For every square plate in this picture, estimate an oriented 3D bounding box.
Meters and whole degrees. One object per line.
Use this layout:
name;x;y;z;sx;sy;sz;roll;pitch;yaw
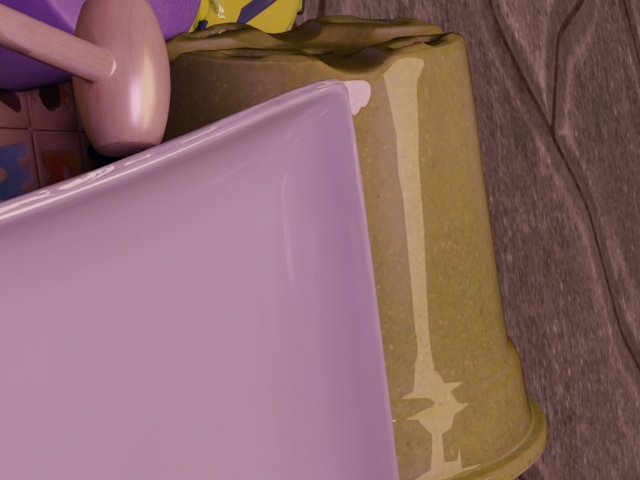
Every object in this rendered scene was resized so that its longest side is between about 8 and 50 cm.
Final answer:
square plate;-0.093;0.128;0.886;0.344;0.049;0.347;-25;114;-43

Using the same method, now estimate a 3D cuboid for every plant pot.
plant pot;0.000;0.000;1.127;0.276;0.276;0.254;-35;126;-65

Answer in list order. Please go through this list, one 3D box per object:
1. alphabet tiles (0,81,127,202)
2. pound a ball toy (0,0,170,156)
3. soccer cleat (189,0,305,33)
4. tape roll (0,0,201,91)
alphabet tiles;-0.170;-0.153;1.199;0.342;0.011;0.285;-5;85;-67
pound a ball toy;-0.226;-0.134;0.810;0.319;0.208;0.135;36;48;-58
soccer cleat;-0.078;-0.154;1.283;0.121;0.093;0.289;48;39;-47
tape roll;-0.168;-0.231;1.109;0.275;0.090;0.275;-9;90;-67
